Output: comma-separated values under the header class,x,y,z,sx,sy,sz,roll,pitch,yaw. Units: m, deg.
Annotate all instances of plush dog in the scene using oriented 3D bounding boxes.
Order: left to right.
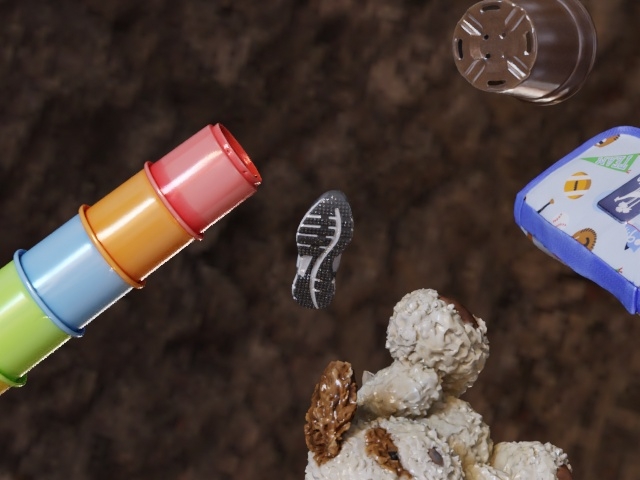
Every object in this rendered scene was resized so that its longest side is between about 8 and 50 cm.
class,x,y,z,sx,sy,sz,roll,pitch,yaw
plush dog,0.069,0.202,1.612,0.225,0.210,0.262,-22,-100,-57

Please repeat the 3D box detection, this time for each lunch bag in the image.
class,x,y,z,sx,sy,sz,roll,pitch,yaw
lunch bag,0.496,-0.002,2.451,0.385,0.328,0.239,-5,-63,-28

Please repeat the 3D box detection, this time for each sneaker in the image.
class,x,y,z,sx,sy,sz,roll,pitch,yaw
sneaker,0.000,0.000,1.370,0.044,0.040,0.109,-82,7,-47

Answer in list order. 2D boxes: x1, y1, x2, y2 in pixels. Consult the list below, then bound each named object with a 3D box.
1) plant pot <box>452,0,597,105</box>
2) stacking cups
class,x,y,z,sx,sy,sz,roll,pitch,yaw
plant pot,0.269,-0.266,2.497,0.165,0.167,0.167,-9,-68,-60
stacking cups,-0.187,0.027,1.427,0.316,0.096,0.096,-36,-16,9
